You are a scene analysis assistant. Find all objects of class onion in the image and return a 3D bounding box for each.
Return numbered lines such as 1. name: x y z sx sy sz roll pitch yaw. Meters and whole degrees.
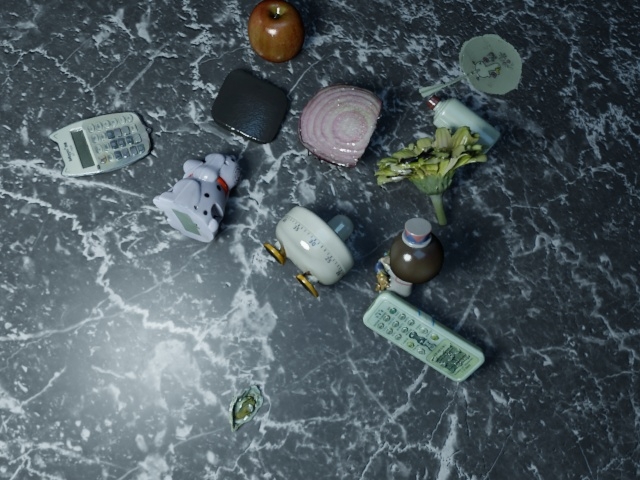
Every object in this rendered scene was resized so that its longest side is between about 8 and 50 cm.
1. onion: 0.061 -0.342 1.313 0.247 0.111 0.250 24 85 22

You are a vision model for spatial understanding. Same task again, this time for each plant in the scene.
1. plant: 0.296 -0.189 1.230 0.261 0.306 0.297 -2 106 -35

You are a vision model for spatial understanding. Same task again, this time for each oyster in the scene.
1. oyster: -0.201 0.441 1.140 0.100 0.037 0.098 -17 99 -31

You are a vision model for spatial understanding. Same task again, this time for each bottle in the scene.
1. bottle: 0.441 -0.373 1.361 0.245 0.104 0.104 39 76 2

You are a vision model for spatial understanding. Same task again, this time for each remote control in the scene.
1. remote control: 0.286 0.265 1.200 0.335 0.065 0.128 33 118 0

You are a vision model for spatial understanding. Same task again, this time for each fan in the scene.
1. fan: 0.515 -0.569 1.460 0.415 0.012 0.233 -28 82 -13

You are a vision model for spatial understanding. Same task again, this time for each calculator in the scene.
1. calculator: -0.623 -0.281 1.241 0.268 0.040 0.177 -21 81 -12

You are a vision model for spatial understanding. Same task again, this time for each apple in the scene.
1. apple: -0.136 -0.645 1.320 0.181 0.168 0.181 1 74 -2

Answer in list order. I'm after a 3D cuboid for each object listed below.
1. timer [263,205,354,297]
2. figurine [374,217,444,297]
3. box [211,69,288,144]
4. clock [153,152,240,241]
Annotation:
1. timer: 0.000 0.000 1.159 0.240 0.233 0.233 -44 86 -11
2. figurine: 0.243 0.047 1.157 0.161 0.275 0.158 12 61 -8
3. box: -0.214 -0.409 1.320 0.213 0.042 0.201 23 76 -3
4. clock: -0.317 -0.147 1.194 0.189 0.189 0.254 22 63 -2
